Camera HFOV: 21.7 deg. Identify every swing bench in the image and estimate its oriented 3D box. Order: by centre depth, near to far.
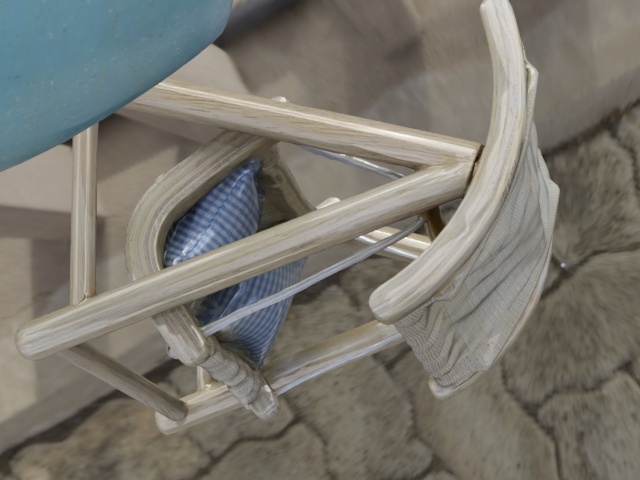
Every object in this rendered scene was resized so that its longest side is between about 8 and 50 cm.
[{"bbox_3d":[0.000,0.000,0.899,0.254,0.253,0.165,-5,75,11],"label":"swing bench"}]

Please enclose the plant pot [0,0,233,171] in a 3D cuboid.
[{"bbox_3d":[-0.127,-0.143,0.571,0.195,0.290,0.290,1,89,-9],"label":"plant pot"}]
